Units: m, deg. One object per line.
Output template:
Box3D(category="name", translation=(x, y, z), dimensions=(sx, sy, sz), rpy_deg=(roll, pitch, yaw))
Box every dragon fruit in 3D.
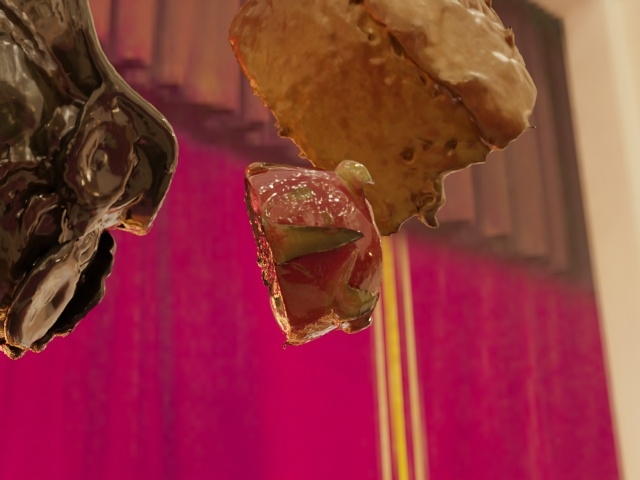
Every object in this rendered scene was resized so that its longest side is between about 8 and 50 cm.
Box3D(category="dragon fruit", translation=(0.000, 0.000, 0.863), dimensions=(0.056, 0.083, 0.060), rpy_deg=(-10, -11, -7))

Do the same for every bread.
Box3D(category="bread", translation=(0.025, -0.108, 1.140), dimensions=(0.139, 0.229, 0.143), rpy_deg=(40, -79, -24))

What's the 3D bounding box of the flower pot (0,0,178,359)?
Box3D(category="flower pot", translation=(-0.248, -0.060, 1.488), dimensions=(0.213, 0.302, 0.302), rpy_deg=(-35, -29, -20))
